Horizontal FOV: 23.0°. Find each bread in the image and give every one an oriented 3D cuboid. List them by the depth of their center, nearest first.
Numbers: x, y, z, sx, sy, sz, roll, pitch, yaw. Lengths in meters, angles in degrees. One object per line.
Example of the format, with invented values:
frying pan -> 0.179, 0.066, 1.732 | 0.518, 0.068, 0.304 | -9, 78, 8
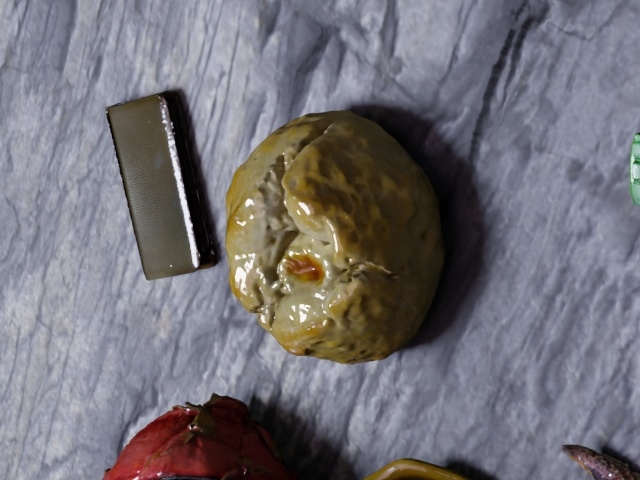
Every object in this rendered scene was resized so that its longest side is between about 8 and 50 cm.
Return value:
bread -> 0.000, 0.000, 1.479 | 0.244, 0.134, 0.244 | 13, 110, 39

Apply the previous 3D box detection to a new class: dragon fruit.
dragon fruit -> -0.125, 0.241, 1.656 | 0.218, 0.223, 0.148 | -11, 53, 14

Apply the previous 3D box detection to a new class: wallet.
wallet -> -0.175, -0.059, 1.708 | 0.110, 0.031, 0.198 | -10, 93, 45

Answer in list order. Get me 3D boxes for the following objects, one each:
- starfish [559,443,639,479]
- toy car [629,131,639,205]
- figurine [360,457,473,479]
starfish -> 0.269, 0.249, 1.294 | 0.238, 0.071, 0.216 | 111, 151, -56
toy car -> 0.306, -0.045, 1.211 | 0.165, 0.062, 0.071 | 13, 110, 42
figurine -> -0.033, 0.406, 1.482 | 0.387, 0.268, 0.401 | 18, 117, 16
